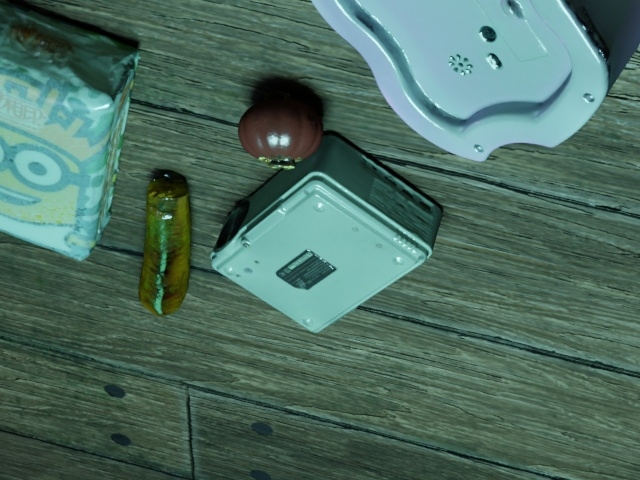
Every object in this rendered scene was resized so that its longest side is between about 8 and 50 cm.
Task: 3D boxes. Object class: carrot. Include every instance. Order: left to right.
[{"bbox_3d":[-0.210,0.009,1.831,0.070,0.070,0.260,15,141,5],"label":"carrot"}]

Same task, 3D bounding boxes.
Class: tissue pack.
[{"bbox_3d":[-0.357,-0.136,1.668,0.228,0.128,0.310,20,140,-1],"label":"tissue pack"}]

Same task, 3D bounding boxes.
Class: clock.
[{"bbox_3d":[0.137,-0.228,1.313,0.339,0.102,0.338,25,148,16],"label":"clock"}]

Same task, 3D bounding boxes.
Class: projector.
[{"bbox_3d":[0.000,0.000,1.705,0.192,0.099,0.257,35,139,-18],"label":"projector"}]

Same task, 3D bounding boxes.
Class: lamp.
[{"bbox_3d":[-0.046,-0.127,1.579,0.101,0.090,0.101,1,174,0],"label":"lamp"}]
